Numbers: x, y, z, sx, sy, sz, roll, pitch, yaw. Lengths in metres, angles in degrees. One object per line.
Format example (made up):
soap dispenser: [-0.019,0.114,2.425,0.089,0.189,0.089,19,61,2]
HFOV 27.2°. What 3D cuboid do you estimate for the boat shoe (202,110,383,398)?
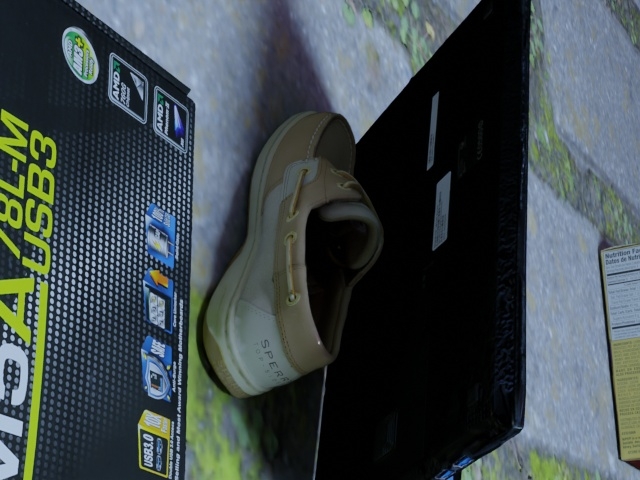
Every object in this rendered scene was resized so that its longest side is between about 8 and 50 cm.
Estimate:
boat shoe: [0.000,0.000,0.598,0.063,0.059,0.170,58,33,-36]

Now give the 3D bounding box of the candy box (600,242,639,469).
candy box: [0.290,0.106,1.146,0.109,0.053,0.186,33,52,-55]

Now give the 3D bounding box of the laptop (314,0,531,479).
laptop: [0.077,0.049,0.643,0.137,0.264,0.234,19,55,-19]

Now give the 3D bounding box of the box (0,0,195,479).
box: [-0.105,0.002,0.402,0.184,0.045,0.190,39,45,-56]
